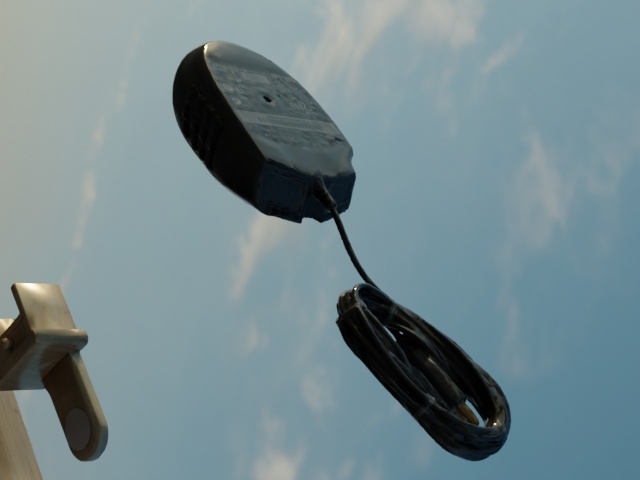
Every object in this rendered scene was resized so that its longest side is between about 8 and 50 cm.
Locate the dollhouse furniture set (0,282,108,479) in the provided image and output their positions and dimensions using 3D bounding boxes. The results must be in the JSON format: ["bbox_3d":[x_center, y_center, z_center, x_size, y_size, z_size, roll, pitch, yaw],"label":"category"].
[{"bbox_3d":[-0.386,0.177,0.910,0.303,0.355,0.174,-44,-121,30],"label":"dollhouse furniture set"}]

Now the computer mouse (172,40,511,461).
[{"bbox_3d":[0.000,0.000,0.517,0.041,0.071,0.242,-54,-129,29],"label":"computer mouse"}]
